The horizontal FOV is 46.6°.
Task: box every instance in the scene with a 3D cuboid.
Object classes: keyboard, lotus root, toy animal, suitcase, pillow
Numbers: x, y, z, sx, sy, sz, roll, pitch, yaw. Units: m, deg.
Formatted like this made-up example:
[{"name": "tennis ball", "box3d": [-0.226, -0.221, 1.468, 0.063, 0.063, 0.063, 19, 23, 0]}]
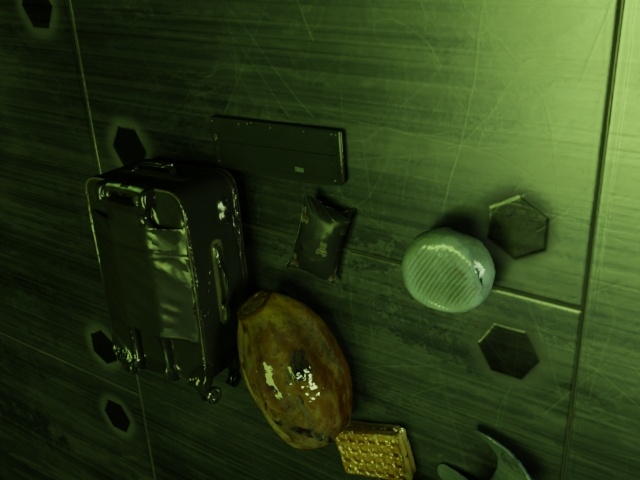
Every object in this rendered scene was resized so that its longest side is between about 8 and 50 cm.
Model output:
[{"name": "keyboard", "box3d": [-0.034, -0.142, 1.203, 0.381, 0.041, 0.104, 16, 122, 38]}, {"name": "lotus root", "box3d": [-0.057, 0.228, 1.307, 0.193, 0.193, 0.291, -10, 106, 40]}, {"name": "toy animal", "box3d": [0.281, 0.442, 1.197, 0.255, 0.176, 0.239, -126, 46, -67]}, {"name": "suitcase", "box3d": [-0.267, 0.059, 1.367, 0.283, 0.194, 0.434, 11, 118, 33]}, {"name": "pillow", "box3d": [0.000, 0.000, 1.234, 0.090, 0.048, 0.150, 31, 125, 24]}]

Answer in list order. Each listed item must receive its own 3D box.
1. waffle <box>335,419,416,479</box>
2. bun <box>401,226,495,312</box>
[{"name": "waffle", "box3d": [0.098, 0.382, 1.354, 0.148, 0.042, 0.103, -5, 107, 39]}, {"name": "bun", "box3d": [0.190, 0.038, 1.088, 0.140, 0.083, 0.141, 17, 129, 22]}]
